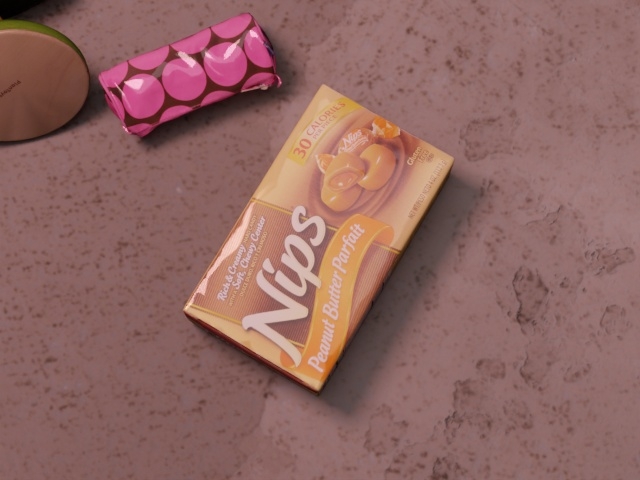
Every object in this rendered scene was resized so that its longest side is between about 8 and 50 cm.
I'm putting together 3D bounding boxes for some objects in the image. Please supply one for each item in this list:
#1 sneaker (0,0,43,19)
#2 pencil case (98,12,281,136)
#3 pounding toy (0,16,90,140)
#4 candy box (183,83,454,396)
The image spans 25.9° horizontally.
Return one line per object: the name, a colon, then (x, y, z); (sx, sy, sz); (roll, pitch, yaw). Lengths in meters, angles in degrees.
sneaker: (-0.470, -0.346, 1.697); (0.295, 0.124, 0.179); (-16, 88, -1)
pencil case: (-0.155, -0.195, 1.674); (0.209, 0.095, 0.098); (-22, 95, -1)
pounding toy: (-0.397, -0.210, 1.657); (0.236, 0.183, 0.110); (-16, 54, 0)
candy box: (0.000, 0.000, 1.629); (0.183, 0.087, 0.316); (30, 81, 7)
